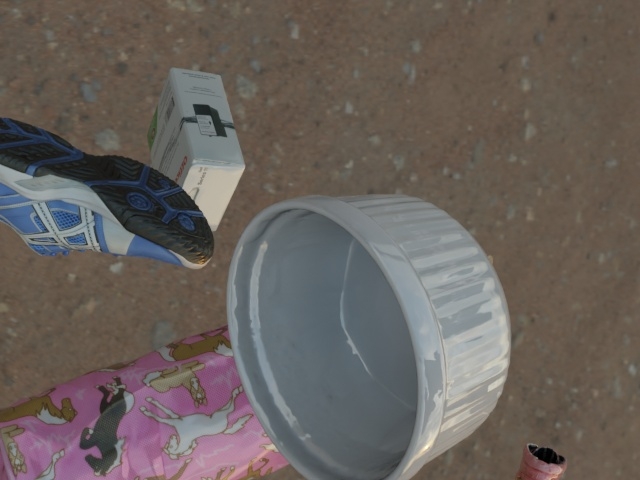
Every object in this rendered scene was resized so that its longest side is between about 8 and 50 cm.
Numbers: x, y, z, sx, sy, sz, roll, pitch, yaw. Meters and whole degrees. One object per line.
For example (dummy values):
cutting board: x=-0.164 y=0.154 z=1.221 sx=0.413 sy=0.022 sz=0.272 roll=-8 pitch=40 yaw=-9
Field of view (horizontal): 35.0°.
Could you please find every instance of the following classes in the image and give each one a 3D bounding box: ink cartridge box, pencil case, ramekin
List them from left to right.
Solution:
ink cartridge box: x=-0.195 y=-0.137 z=1.556 sx=0.087 sy=0.208 sz=0.153 roll=5 pitch=137 yaw=-26
pencil case: x=-0.111 y=0.173 z=0.942 sx=0.386 sy=0.160 sz=0.167 roll=-16 pitch=86 yaw=-22
ramekin: x=0.036 y=0.063 z=0.709 sx=0.109 sy=0.207 sz=0.207 roll=-14 pitch=108 yaw=-37

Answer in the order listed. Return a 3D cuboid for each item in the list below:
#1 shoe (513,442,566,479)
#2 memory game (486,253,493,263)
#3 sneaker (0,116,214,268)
shoe: x=0.272 y=0.290 z=1.248 sx=0.178 sy=0.063 sz=0.081 roll=3 pitch=106 yaw=-73
memory game: x=0.104 y=0.094 z=0.882 sx=0.186 sy=0.012 sz=0.186 roll=-45 pitch=148 yaw=-39
sneaker: x=-0.187 y=-0.025 z=0.822 sx=0.211 sy=0.080 sz=0.081 roll=24 pitch=120 yaw=-9
